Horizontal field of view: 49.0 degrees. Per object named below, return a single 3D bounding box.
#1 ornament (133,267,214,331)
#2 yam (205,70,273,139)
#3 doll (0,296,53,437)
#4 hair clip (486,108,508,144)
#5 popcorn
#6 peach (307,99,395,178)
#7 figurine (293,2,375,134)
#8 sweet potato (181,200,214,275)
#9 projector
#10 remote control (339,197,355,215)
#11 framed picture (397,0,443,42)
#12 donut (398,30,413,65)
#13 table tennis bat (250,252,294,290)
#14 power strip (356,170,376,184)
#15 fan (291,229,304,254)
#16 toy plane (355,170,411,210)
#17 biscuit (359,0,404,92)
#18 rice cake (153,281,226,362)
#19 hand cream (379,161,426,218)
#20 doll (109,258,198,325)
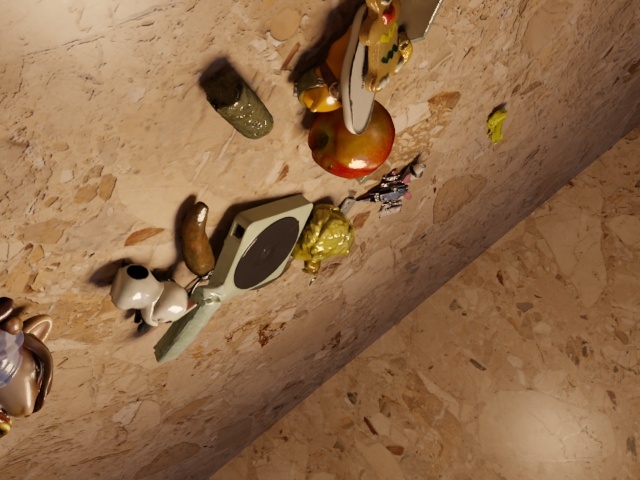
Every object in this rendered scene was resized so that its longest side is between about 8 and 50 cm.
[{"bbox_3d":[-0.336,0.127,1.749,0.236,0.080,0.202,-16,153,-40],"label":"ornament"},{"bbox_3d":[-0.145,-0.242,1.284,0.078,0.078,0.179,-39,162,4],"label":"yam"},{"bbox_3d":[-0.632,0.238,1.301,0.318,0.209,0.340,-34,162,-2],"label":"doll"},{"bbox_3d":[0.560,-0.367,2.226,0.072,0.046,0.173,-41,161,0],"label":"hair clip"},{"bbox_3d":[-0.001,-0.001,1.922,0.195,0.173,0.168,-36,173,7],"label":"popcorn"},{"bbox_3d":[0.073,-0.227,1.528,0.197,0.197,0.197,-33,159,-14],"label":"peach"},{"bbox_3d":[0.030,-0.341,1.373,0.166,0.141,0.250,-8,110,-67],"label":"figurine"},{"bbox_3d":[-0.280,0.001,1.585,0.075,0.075,0.273,-30,155,-21],"label":"sweet potato"},{"bbox_3d":[-0.157,0.013,1.768,0.259,0.079,0.257,-21,145,-51],"label":"projector"},{"bbox_3d":[0.039,-0.052,2.051,0.050,0.027,0.184,-3,132,-57],"label":"remote control"},{"bbox_3d":[0.179,-0.457,1.453,0.183,0.011,0.142,-25,156,-33],"label":"framed picture"},{"bbox_3d":[0.146,-0.387,1.472,0.108,0.043,0.097,-24,155,-23],"label":"donut"},{"bbox_3d":[-0.120,0.075,2.064,0.234,0.022,0.131,-35,158,5],"label":"table tennis bat"},{"bbox_3d":[0.134,-0.187,1.942,0.083,0.017,0.027,-44,160,18],"label":"power strip"},{"bbox_3d":[-0.019,0.005,2.109,0.152,0.008,0.227,-48,157,22],"label":"fan"},{"bbox_3d":[0.183,-0.134,2.065,0.189,0.061,0.130,-21,127,-21],"label":"toy plane"},{"bbox_3d":[0.120,-0.398,1.314,0.158,0.035,0.240,-58,152,-37],"label":"biscuit"},{"bbox_3d":[-0.327,0.204,1.734,0.066,0.063,0.336,-9,153,-42],"label":"rice cake"},{"bbox_3d":[0.254,-0.159,2.162,0.084,0.050,0.257,-21,157,-31],"label":"hand cream"},{"bbox_3d":[-0.375,0.122,1.544,0.181,0.110,0.107,32,87,-25],"label":"doll"}]
